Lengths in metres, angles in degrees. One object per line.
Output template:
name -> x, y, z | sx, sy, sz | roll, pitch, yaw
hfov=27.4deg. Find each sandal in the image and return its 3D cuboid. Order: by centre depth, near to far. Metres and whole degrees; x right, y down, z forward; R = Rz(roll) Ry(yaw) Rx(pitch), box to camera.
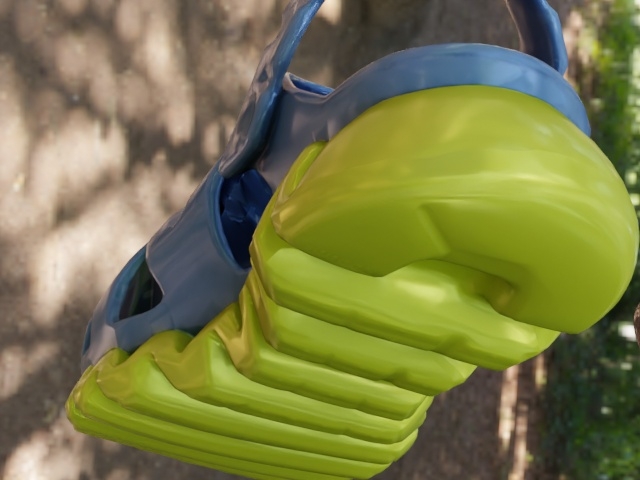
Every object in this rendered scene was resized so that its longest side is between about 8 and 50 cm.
sandal -> 0.000, 0.000, 0.473 | 0.317, 0.126, 0.138 | -39, -141, 53

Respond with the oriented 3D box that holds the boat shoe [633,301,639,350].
boat shoe -> 0.348, 0.189, 1.051 | 0.342, 0.123, 0.123 | 62, -16, 7
